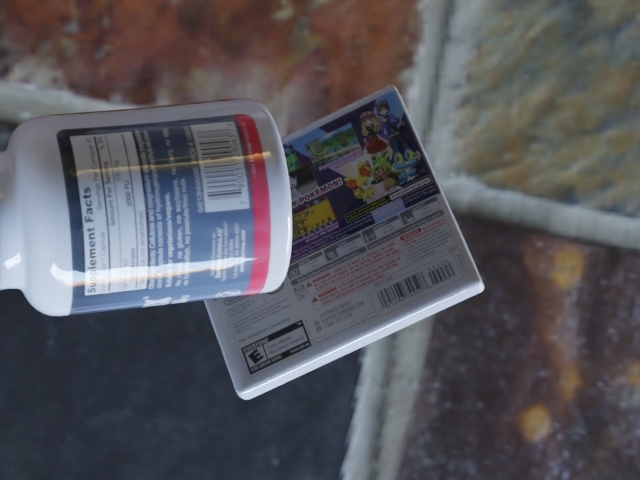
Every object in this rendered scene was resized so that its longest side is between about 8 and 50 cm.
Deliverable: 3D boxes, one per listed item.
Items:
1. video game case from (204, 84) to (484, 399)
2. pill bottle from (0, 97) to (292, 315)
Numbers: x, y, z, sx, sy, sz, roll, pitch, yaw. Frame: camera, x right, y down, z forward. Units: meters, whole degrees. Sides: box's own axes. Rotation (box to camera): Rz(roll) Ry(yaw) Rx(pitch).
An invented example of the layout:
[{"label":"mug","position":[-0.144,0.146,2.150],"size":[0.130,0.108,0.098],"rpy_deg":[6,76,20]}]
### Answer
[{"label":"video game case","position":[0.000,0.000,1.287],"size":[0.201,0.183,0.023],"rpy_deg":[-25,154,8]},{"label":"pill bottle","position":[-0.114,-0.016,0.895],"size":[0.180,0.108,0.108],"rpy_deg":[-6,99,-15]}]
